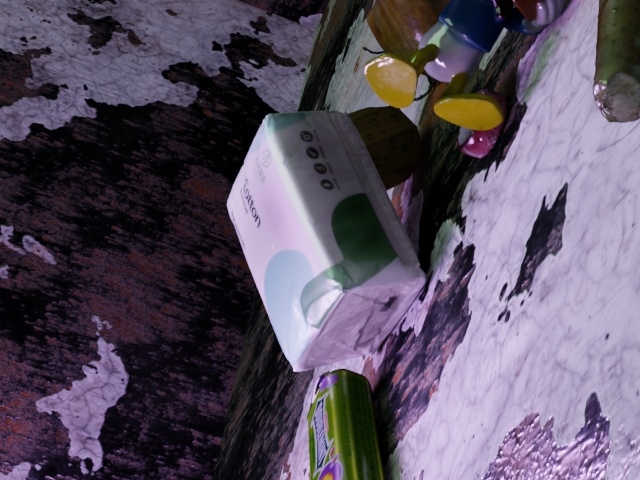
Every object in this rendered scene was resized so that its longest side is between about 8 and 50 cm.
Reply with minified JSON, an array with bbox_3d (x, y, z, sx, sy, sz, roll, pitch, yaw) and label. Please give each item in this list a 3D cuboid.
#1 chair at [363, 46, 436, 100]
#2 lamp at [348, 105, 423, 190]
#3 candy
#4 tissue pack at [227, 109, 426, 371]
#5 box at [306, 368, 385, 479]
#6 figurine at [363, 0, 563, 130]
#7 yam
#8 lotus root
[{"bbox_3d":[0.201,-0.369,2.113,0.213,0.149,0.174,-18,34,22],"label":"chair"},{"bbox_3d":[0.085,-0.160,2.013,0.185,0.161,0.161,-25,-22,-36],"label":"lamp"},{"bbox_3d":[0.239,-0.173,1.646,0.103,0.043,0.103,-161,90,-80],"label":"candy"},{"bbox_3d":[-0.002,0.000,1.829,0.356,0.194,0.266,66,148,27],"label":"tissue pack"},{"bbox_3d":[0.034,0.331,1.666,0.345,0.097,0.134,-94,24,-66],"label":"box"},{"bbox_3d":[0.233,-0.358,1.574,0.283,0.205,0.338,-40,26,51],"label":"figurine"},{"bbox_3d":[0.337,-0.262,1.201,0.067,0.071,0.317,110,176,-58],"label":"yam"},{"bbox_3d":[0.205,-0.375,1.928,0.180,0.199,0.188,62,160,17],"label":"lotus root"}]
